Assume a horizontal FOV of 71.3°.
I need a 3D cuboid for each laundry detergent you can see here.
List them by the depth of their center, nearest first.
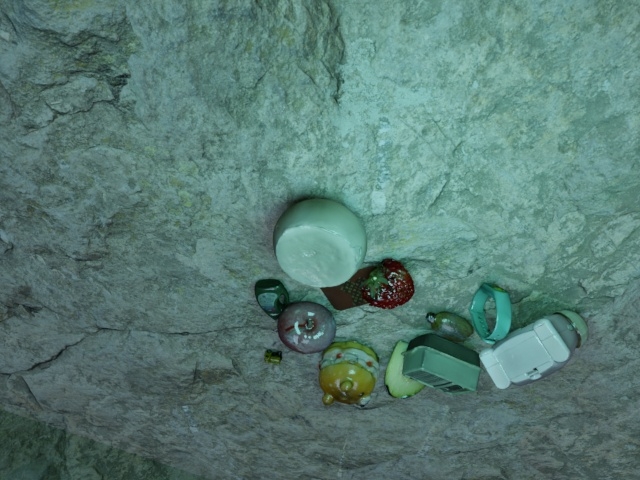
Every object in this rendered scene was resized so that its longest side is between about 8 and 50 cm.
[{"bbox_3d":[-0.192,0.257,1.858,0.137,0.063,0.210,-7,125,9],"label":"laundry detergent"}]

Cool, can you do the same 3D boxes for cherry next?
[{"bbox_3d":[-0.054,0.353,1.811,0.236,0.212,0.285,30,154,13],"label":"cherry"}]

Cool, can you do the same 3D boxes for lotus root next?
[{"bbox_3d":[0.503,0.335,1.754,0.192,0.088,0.113,24,125,-5],"label":"lotus root"}]

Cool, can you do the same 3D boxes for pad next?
[{"bbox_3d":[0.140,0.194,1.778,0.267,0.004,0.181,-20,120,25],"label":"pad"}]

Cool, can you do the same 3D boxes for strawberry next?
[{"bbox_3d":[0.261,0.170,1.633,0.202,0.186,0.184,27,164,-28],"label":"strawberry"}]

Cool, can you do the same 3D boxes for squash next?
[{"bbox_3d":[0.393,0.575,1.923,0.237,0.155,0.204,26,129,-6],"label":"squash"}]

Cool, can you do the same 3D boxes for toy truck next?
[{"bbox_3d":[-0.224,0.547,2.089,0.083,0.054,0.049,7,128,8],"label":"toy truck"}]

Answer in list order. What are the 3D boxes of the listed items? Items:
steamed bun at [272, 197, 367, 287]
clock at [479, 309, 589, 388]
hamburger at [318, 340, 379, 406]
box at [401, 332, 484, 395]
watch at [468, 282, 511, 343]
[{"bbox_3d":[0.000,0.000,1.531,0.325,0.206,0.324,7,130,9],"label":"steamed bun"},{"bbox_3d":[0.778,0.385,1.617,0.342,0.326,0.184,-37,70,35],"label":"clock"},{"bbox_3d":[0.119,0.594,1.941,0.277,0.236,0.276,7,130,8],"label":"hamburger"},{"bbox_3d":[0.489,0.502,1.806,0.291,0.166,0.220,23,153,-7],"label":"box"},{"bbox_3d":[0.608,0.255,1.600,0.068,0.237,0.195,8,99,-5],"label":"watch"}]
